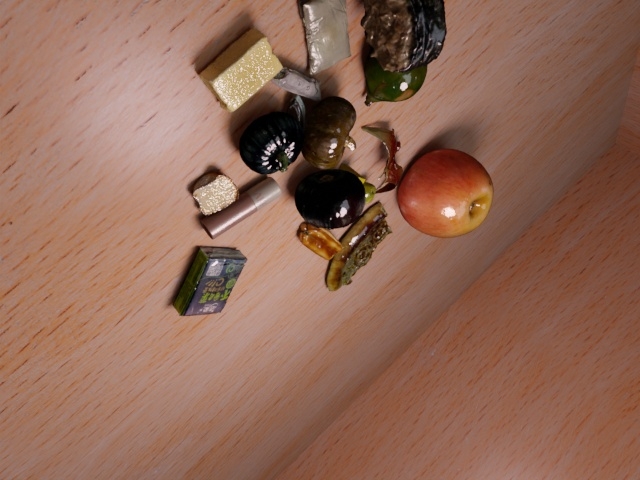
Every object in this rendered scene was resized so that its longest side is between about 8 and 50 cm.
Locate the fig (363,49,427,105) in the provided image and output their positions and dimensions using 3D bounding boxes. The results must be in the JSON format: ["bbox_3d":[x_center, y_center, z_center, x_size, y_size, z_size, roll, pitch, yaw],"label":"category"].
[{"bbox_3d":[0.208,-0.507,1.662,0.195,0.195,0.245,-18,173,-37],"label":"fig"}]

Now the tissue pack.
[{"bbox_3d":[-0.356,0.133,1.758,0.173,0.073,0.235,2,124,-50],"label":"tissue pack"}]

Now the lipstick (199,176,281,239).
[{"bbox_3d":[-0.238,-0.100,1.646,0.254,0.070,0.070,-35,146,-18],"label":"lipstick"}]

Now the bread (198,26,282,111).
[{"bbox_3d":[-0.196,-0.422,1.354,0.188,0.068,0.125,-43,147,-5],"label":"bread"}]

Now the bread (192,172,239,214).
[{"bbox_3d":[-0.305,-0.139,1.558,0.126,0.044,0.129,-32,148,-10],"label":"bread"}]

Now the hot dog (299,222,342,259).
[{"bbox_3d":[0.000,0.000,2.031,0.100,0.068,0.249,-40,146,8],"label":"hot dog"}]

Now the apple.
[{"bbox_3d":[0.508,-0.179,2.185,0.364,0.364,0.364,-30,144,-25],"label":"apple"}]

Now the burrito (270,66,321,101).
[{"bbox_3d":[-0.063,-0.435,1.501,0.203,0.064,0.064,4,122,-50],"label":"burrito"}]

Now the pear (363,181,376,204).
[{"bbox_3d":[0.157,-0.175,1.997,0.097,0.092,0.092,-32,158,32],"label":"pear"}]

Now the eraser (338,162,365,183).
[{"bbox_3d":[0.086,-0.192,1.899,0.045,0.097,0.122,5,123,-52],"label":"eraser"}]

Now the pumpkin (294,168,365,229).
[{"bbox_3d":[0.031,-0.138,1.771,0.233,0.233,0.163,-29,131,-27],"label":"pumpkin"}]

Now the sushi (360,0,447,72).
[{"bbox_3d":[0.211,-0.627,1.432,0.170,0.211,0.350,-15,111,-19],"label":"sushi"}]

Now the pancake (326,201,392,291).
[{"bbox_3d":[0.163,0.047,2.270,0.427,0.067,0.305,-52,149,5],"label":"pancake"}]

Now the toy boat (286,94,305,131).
[{"bbox_3d":[-0.068,-0.363,1.582,0.140,0.059,0.066,93,20,-48],"label":"toy boat"}]

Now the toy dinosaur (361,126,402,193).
[{"bbox_3d":[0.221,-0.290,1.970,0.327,0.113,0.207,22,82,-67],"label":"toy dinosaur"}]

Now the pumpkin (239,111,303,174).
[{"bbox_3d":[-0.136,-0.273,1.521,0.194,0.150,0.194,-47,149,-41],"label":"pumpkin"}]

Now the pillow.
[{"bbox_3d":[0.016,-0.566,1.465,0.148,0.050,0.230,-30,147,-14],"label":"pillow"}]

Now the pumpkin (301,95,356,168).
[{"bbox_3d":[0.033,-0.309,1.611,0.219,0.162,0.219,-156,-90,-89],"label":"pumpkin"}]
